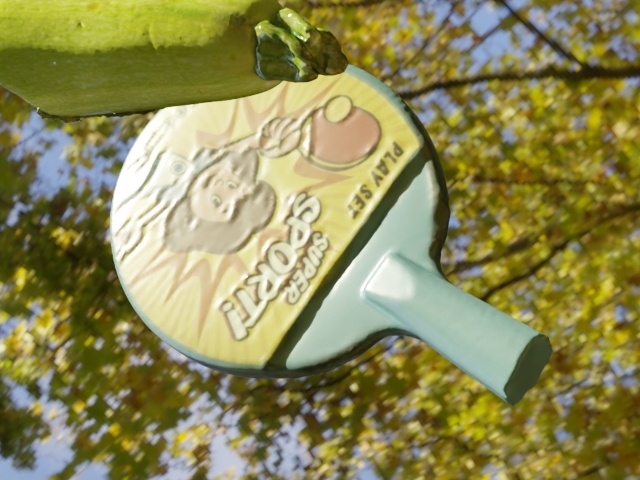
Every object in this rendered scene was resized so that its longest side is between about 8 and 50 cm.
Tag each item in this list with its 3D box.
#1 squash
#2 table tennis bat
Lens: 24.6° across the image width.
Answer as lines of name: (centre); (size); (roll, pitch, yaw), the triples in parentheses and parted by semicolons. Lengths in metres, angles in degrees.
squash: (-0.073, -0.105, 0.797); (0.200, 0.075, 0.090); (8, -121, 19)
table tennis bat: (0.000, 0.000, 0.907); (0.329, 0.044, 0.215); (32, -98, 33)
